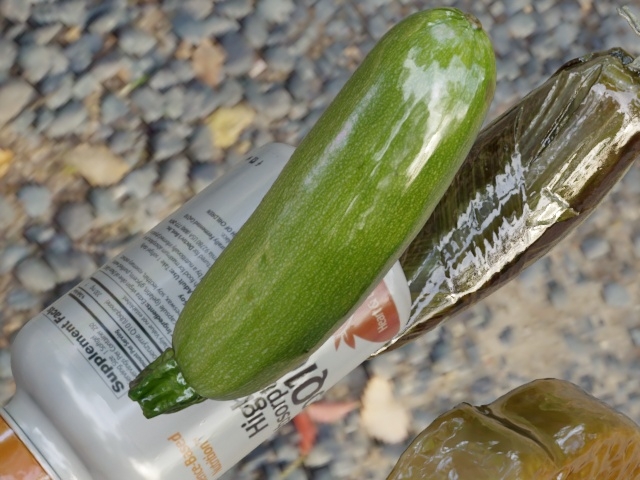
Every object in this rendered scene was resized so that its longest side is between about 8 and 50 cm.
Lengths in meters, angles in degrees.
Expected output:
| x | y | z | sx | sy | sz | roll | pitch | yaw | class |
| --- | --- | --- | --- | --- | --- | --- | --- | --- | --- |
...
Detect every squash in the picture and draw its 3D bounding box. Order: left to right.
| x | y | z | sx | sy | sz | roll | pitch | yaw | class |
| --- | --- | --- | --- | --- | --- | --- | --- | --- | --- |
| 0.000 | 0.000 | 0.789 | 0.066 | 0.252 | 0.066 | 27 | 31 | -18 | squash |

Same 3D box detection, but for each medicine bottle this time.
| x | y | z | sx | sy | sz | roll | pitch | yaw | class |
| --- | --- | --- | --- | --- | --- | --- | --- | --- | --- |
| -0.093 | 0.076 | 1.156 | 0.288 | 0.157 | 0.157 | -38 | 94 | -13 | medicine bottle |

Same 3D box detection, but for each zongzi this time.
| x | y | z | sx | sy | sz | roll | pitch | yaw | class |
| --- | --- | --- | --- | --- | --- | --- | --- | --- | --- |
| 0.151 | -0.027 | 1.346 | 0.111 | 0.247 | 0.241 | 41 | 48 | -6 | zongzi |

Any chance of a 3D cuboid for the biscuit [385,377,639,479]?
| x | y | z | sx | sy | sz | roll | pitch | yaw | class |
| --- | --- | --- | --- | --- | --- | --- | --- | --- | --- |
| 0.040 | 0.238 | 0.809 | 0.381 | 0.074 | 0.359 | -51 | 146 | -15 | biscuit |
